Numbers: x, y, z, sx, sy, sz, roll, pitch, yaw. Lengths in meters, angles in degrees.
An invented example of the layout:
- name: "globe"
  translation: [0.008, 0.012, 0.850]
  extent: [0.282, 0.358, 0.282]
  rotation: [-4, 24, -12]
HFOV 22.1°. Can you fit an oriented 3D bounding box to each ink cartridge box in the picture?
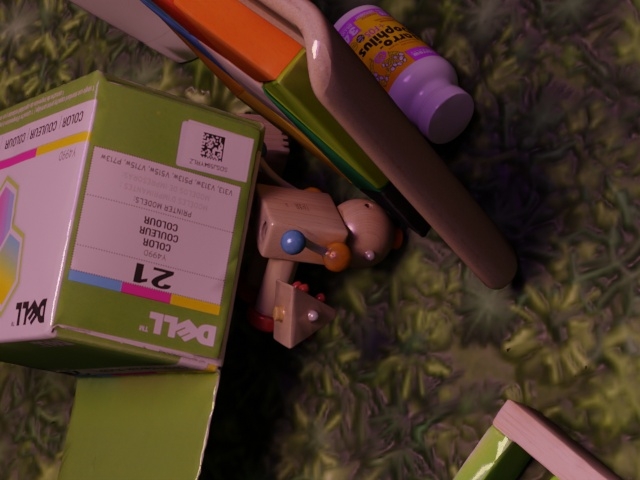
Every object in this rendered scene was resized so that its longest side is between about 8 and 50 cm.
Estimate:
- name: "ink cartridge box"
  translation: [-0.131, 0.060, 0.845]
  extent: [0.189, 0.097, 0.255]
  rotation: [-10, 67, 59]

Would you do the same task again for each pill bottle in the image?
- name: "pill bottle"
  translation: [0.041, -0.084, 0.844]
  extent: [0.043, 0.043, 0.083]
  rotation: [-53, 54, 9]

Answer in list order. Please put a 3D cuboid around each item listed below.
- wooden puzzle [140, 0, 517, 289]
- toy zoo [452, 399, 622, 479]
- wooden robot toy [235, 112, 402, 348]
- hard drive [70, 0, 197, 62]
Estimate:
- name: "wooden puzzle"
  translation: [-0.023, -0.084, 0.777]
  extent: [0.044, 0.221, 0.239]
  rotation: [-46, 53, 1]
- name: "toy zoo"
  translation: [0.071, 0.243, 0.724]
  extent: [0.192, 0.030, 0.293]
  rotation: [39, 99, 37]
- name: "wooden robot toy"
  translation: [0.000, 0.000, 0.842]
  extent: [0.173, 0.079, 0.076]
  rotation: [-113, 30, -55]
- name: "hard drive"
  translation: [-0.100, -0.227, 0.794]
  extent: [0.233, 0.353, 0.047]
  rotation: [-34, 57, 21]
